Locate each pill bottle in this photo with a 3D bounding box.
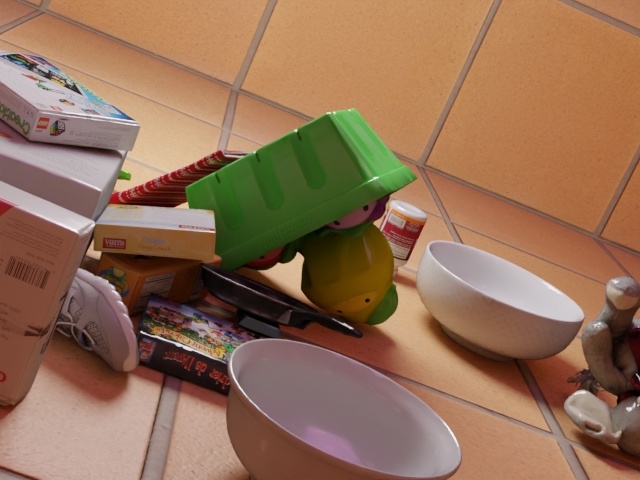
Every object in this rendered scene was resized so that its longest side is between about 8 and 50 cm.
[{"bbox_3d":[0.158,-0.001,2.338,0.086,0.152,0.086,22,15,-6],"label":"pill bottle"}]

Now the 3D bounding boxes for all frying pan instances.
[{"bbox_3d":[-0.045,0.106,1.663,0.326,0.053,0.197,24,1,28],"label":"frying pan"}]

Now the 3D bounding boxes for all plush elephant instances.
[{"bbox_3d":[0.569,0.259,1.929,0.272,0.330,0.255,16,40,-23],"label":"plush elephant"}]

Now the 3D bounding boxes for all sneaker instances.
[{"bbox_3d":[-0.343,0.090,1.452,0.115,0.105,0.281,-33,55,-31],"label":"sneaker"}]

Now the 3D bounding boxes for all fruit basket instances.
[{"bbox_3d":[0.000,0.000,1.892,0.392,0.392,0.283,27,15,11],"label":"fruit basket"}]

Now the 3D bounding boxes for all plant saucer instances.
[{"bbox_3d":[-0.094,0.123,1.706,0.067,0.018,0.192,22,-1,-6],"label":"plant saucer"}]

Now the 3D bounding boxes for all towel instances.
[{"bbox_3d":[-0.233,-0.114,2.039,0.199,0.275,0.031,-4,76,-60],"label":"towel"}]

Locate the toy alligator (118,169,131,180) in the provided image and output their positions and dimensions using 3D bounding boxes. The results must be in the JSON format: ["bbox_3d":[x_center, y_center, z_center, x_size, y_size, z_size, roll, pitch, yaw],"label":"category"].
[{"bbox_3d":[-0.454,-0.141,2.103,0.190,0.056,0.051,16,-25,-22],"label":"toy alligator"}]

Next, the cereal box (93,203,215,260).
[{"bbox_3d":[-0.245,-0.015,1.675,0.173,0.047,0.240,4,9,-6],"label":"cereal box"}]

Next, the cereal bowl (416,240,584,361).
[{"bbox_3d":[0.331,0.135,2.159,0.339,0.141,0.339,23,15,-6],"label":"cereal bowl"}]

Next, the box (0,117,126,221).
[{"bbox_3d":[-0.435,-0.084,1.701,0.215,0.168,0.345,21,16,-8],"label":"box"}]

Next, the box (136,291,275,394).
[{"bbox_3d":[-0.143,0.157,1.556,0.233,0.044,0.159,21,14,-9],"label":"box"}]

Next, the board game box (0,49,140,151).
[{"bbox_3d":[-0.450,-0.230,1.754,0.305,0.053,0.193,34,20,37],"label":"board game box"}]

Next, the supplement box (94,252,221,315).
[{"bbox_3d":[-0.248,0.053,1.695,0.078,0.080,0.233,28,14,21],"label":"supplement box"}]

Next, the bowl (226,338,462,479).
[{"bbox_3d":[0.007,0.247,1.308,0.298,0.134,0.298,22,15,-6],"label":"bowl"}]

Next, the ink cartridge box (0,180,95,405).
[{"bbox_3d":[-0.368,0.053,1.244,0.159,0.217,0.092,24,10,-2],"label":"ink cartridge box"}]
